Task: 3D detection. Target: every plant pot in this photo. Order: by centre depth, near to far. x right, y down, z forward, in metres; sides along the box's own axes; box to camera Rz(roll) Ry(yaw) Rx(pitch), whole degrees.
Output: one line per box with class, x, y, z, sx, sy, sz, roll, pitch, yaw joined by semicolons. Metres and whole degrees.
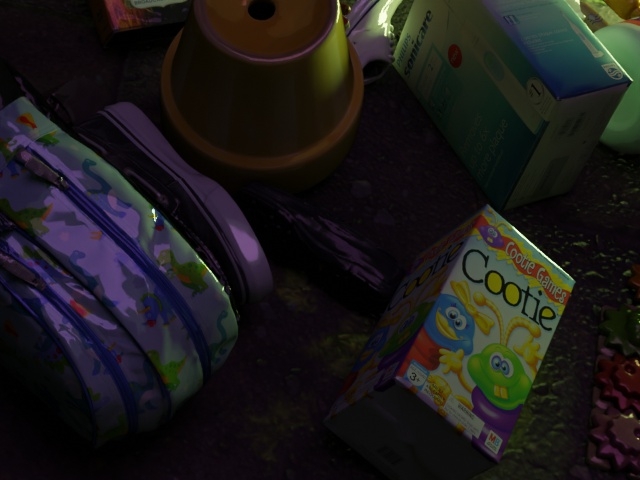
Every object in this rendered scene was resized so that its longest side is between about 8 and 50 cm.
plant pot;-0.069;-0.212;1.526;0.254;0.239;0.254;1;64;-3

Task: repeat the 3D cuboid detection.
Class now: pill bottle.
pill bottle;0.523;-0.245;1.812;0.323;0.181;0.181;-21;60;-30

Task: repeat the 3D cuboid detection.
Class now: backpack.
backpack;-0.251;0.035;1.302;0.355;0.290;0.273;30;57;0

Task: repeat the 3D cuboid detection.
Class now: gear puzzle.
gear puzzle;0.416;0.147;1.544;0.175;0.044;0.339;18;48;-2

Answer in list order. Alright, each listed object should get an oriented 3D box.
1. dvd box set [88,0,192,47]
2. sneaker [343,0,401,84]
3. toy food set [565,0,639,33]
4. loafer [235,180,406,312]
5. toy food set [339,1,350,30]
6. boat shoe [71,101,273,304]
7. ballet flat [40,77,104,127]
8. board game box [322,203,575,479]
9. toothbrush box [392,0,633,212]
dvd box set;-0.210;-0.488;1.755;0.307;0.062;0.420;-14;82;-28
sneaker;0.061;-0.265;1.759;0.091;0.094;0.258;36;59;2
toy food set;0.363;-0.298;1.853;0.232;0.111;0.104;-21;59;-33
loafer;0.000;0.000;1.523;0.223;0.076;0.078;35;45;6
toy food set;0.005;-0.314;1.719;0.078;0.019;0.122;-18;50;-7
boat shoe;-0.186;-0.027;1.472;0.119;0.121;0.335;-29;53;-26
ballet flat;-0.368;-0.123;1.527;0.250;0.058;0.084;-34;99;-30
board game box;0.145;0.119;1.395;0.144;0.142;0.275;40;48;-9
toothbrush box;0.239;-0.223;1.684;0.126;0.216;0.295;-14;57;-27
